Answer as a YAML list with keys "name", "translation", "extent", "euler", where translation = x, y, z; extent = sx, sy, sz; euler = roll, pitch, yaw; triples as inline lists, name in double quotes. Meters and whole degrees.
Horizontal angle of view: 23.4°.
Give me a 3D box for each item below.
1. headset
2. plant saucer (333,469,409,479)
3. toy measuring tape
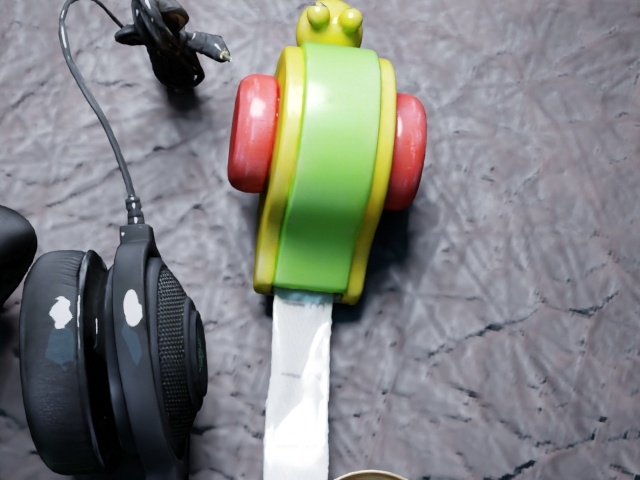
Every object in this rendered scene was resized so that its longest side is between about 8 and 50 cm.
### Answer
- name: "headset"
  translation: [-0.165, 0.042, 0.874]
  extent: [0.243, 0.185, 0.394]
  euler: [22, 86, 5]
- name: "plant saucer"
  translation: [0.028, 0.170, 0.861]
  extent: [0.083, 0.015, 0.083]
  euler: [0, 69, 1]
- name: "toy measuring tape"
  translation: [0.000, 0.000, 0.864]
  extent: [0.121, 0.121, 0.330]
  euler: [3, 66, 2]
